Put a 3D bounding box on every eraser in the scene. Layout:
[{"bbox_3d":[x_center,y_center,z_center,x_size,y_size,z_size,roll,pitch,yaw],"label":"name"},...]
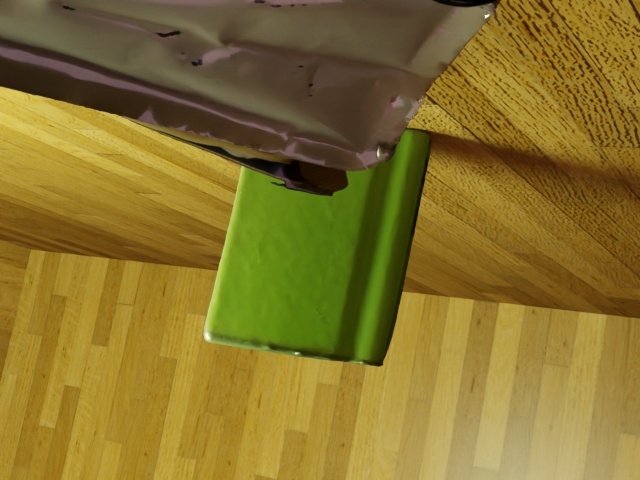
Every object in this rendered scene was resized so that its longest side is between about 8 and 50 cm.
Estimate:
[{"bbox_3d":[0.000,0.000,1.216,0.210,0.274,0.092,9,169,8],"label":"eraser"}]

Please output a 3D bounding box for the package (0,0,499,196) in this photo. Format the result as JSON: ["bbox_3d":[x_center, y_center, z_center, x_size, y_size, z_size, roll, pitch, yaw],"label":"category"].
[{"bbox_3d":[-0.096,-0.144,0.524,0.311,0.221,0.165,13,130,-16],"label":"package"}]
